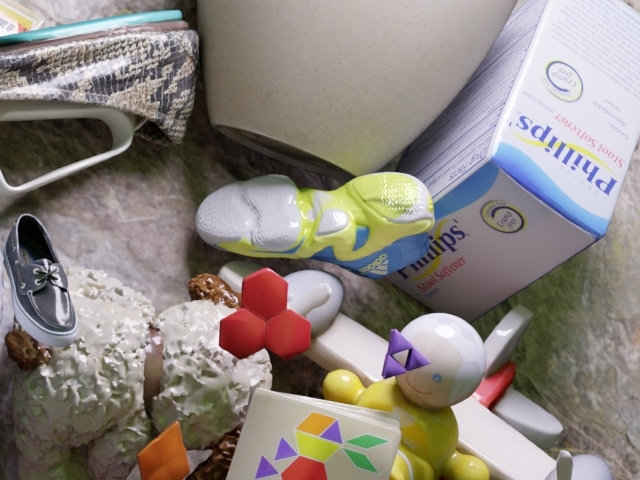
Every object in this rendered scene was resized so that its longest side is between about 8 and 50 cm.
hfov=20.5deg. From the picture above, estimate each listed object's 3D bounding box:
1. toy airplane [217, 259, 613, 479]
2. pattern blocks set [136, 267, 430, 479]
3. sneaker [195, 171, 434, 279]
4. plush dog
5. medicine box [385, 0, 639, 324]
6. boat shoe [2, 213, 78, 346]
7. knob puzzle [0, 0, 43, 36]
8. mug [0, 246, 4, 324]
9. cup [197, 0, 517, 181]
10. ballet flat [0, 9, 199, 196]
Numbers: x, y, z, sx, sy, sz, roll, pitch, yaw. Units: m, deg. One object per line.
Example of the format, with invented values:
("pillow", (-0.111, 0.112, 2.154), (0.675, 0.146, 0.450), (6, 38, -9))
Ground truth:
("toy airplane", (0.106, 0.163, 1.683), (0.386, 0.272, 0.384), (2, 46, -15))
("pattern blocks set", (-0.015, 0.217, 1.502), (0.285, 0.026, 0.324), (27, 82, -9))
("sneaker", (0.000, 0.000, 1.774), (0.240, 0.126, 0.091), (-1, 54, 15))
("plush dog", (-0.156, 0.117, 1.563), (0.225, 0.210, 0.262), (-1, 65, -4))
("medicine box", (0.204, -0.095, 1.868), (0.149, 0.263, 0.289), (33, 55, -13))
("boat shoe", (-0.236, 0.032, 1.487), (0.049, 0.040, 0.142), (-2, 39, -28))
("knob puzzle", (-0.375, -0.189, 1.722), (0.213, 0.030, 0.213), (13, 62, -25))
("mug", (-0.444, 0.048, 1.447), (0.374, 0.276, 0.328), (4, 52, 2))
("cup", (0.006, -0.197, 1.802), (0.331, 0.331, 0.237), (23, 85, -19))
("ballet flat", (-0.315, -0.130, 1.646), (0.483, 0.164, 0.182), (-3, 94, -39))
